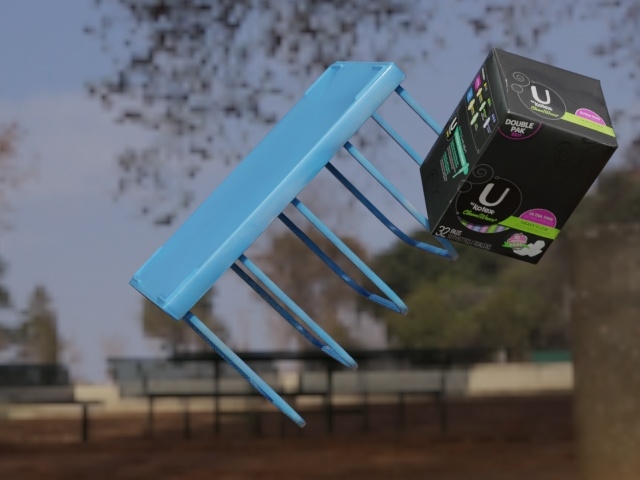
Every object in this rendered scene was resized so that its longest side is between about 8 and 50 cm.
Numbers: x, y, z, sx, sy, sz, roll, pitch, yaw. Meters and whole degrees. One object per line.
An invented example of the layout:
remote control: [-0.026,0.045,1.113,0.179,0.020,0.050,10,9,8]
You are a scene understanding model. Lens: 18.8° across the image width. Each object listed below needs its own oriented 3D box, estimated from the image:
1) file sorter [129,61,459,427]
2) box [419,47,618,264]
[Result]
file sorter: [0.000,0.000,1.034,0.104,0.170,0.118,44,-6,-14]
box: [0.094,-0.040,0.933,0.062,0.052,0.083,15,-51,-20]
